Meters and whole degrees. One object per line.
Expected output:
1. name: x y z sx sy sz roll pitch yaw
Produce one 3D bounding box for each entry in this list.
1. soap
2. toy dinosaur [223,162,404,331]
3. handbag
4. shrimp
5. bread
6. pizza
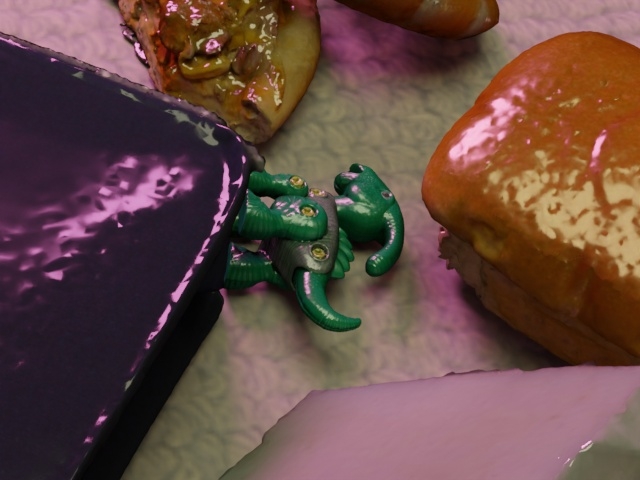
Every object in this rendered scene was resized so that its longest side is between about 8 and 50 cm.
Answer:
1. soap: 0.096 0.206 0.866 0.159 0.257 0.302 -48 115 -38
2. toy dinosaur: 0.000 0.000 1.018 0.096 0.059 0.132 8 40 -11
3. handbag: -0.223 0.035 0.898 0.303 0.122 0.329 23 49 7
4. shrimp: 0.000 -0.187 1.121 0.248 0.068 0.150 24 18 -30
5. bread: 0.178 0.000 1.006 0.245 0.121 0.174 36 51 17
6. pizza: -0.065 -0.155 1.133 0.127 0.058 0.246 -3 48 -12
